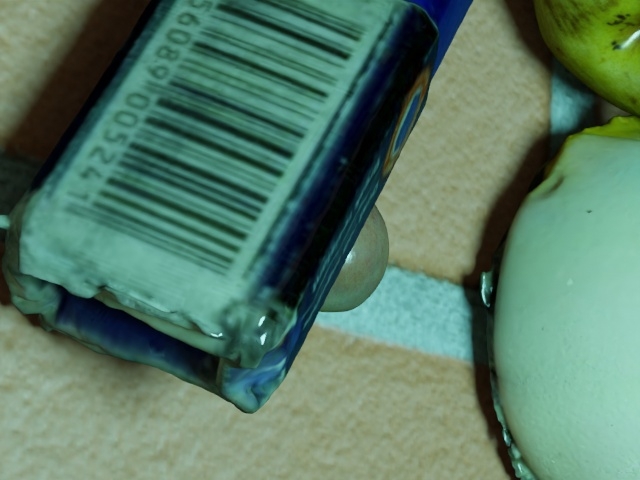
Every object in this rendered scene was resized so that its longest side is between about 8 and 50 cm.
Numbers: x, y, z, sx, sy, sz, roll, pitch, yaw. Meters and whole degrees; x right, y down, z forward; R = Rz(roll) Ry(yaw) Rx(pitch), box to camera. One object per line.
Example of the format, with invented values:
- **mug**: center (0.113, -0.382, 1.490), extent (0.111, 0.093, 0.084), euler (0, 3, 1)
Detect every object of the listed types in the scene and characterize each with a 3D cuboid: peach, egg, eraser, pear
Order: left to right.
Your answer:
- **eraser**: center (-0.032, -0.076, 0.907), extent (0.155, 0.101, 0.332), euler (22, 60, 10)
- **peach**: center (-0.001, 0.001, 0.966), extent (0.083, 0.083, 0.083), euler (8, 78, -39)
- **pear**: center (0.245, -0.185, 1.131), extent (0.209, 0.209, 0.209), euler (8, 78, -39)
- **egg**: center (0.250, 0.053, 1.111), extent (0.264, 0.174, 0.286), euler (52, 51, -26)
